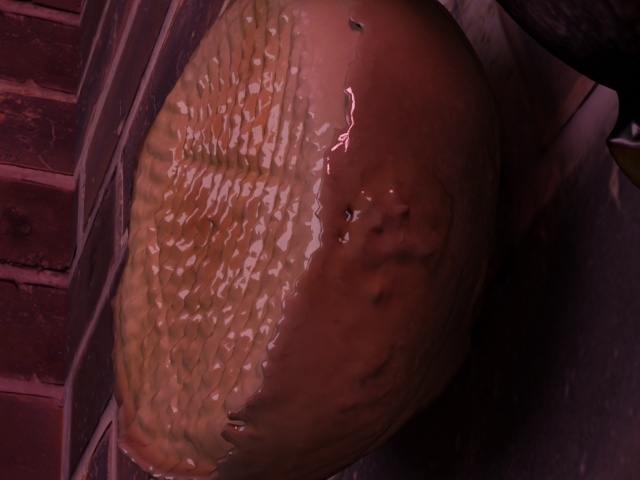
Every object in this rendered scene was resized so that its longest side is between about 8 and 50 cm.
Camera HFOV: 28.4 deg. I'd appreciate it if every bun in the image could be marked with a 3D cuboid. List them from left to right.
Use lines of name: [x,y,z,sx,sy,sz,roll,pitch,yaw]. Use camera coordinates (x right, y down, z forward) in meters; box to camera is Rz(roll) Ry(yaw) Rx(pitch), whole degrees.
bun: [0.004,0.003,0.842,0.364,0.202,0.364,-42,40,50]

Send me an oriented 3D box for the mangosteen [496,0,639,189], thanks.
mangosteen: [0.180,-0.122,0.406,0.302,0.275,0.275,66,164,-12]
